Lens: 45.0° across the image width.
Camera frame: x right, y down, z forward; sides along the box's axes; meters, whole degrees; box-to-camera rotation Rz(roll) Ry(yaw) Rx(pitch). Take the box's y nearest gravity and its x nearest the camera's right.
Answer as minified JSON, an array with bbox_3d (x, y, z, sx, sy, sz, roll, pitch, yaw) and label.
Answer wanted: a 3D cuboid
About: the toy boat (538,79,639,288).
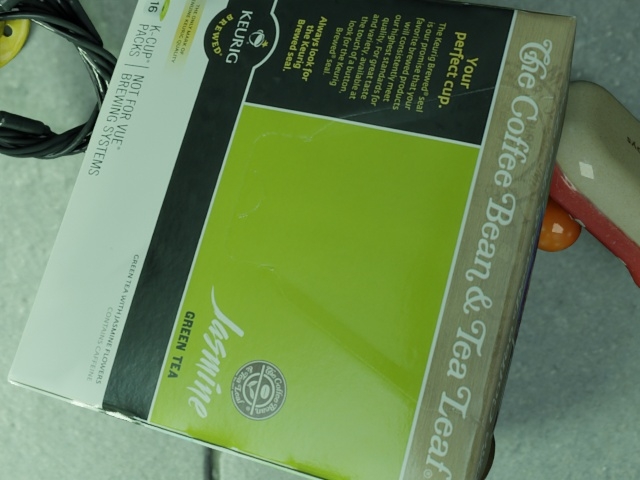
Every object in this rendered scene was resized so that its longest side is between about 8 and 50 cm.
[{"bbox_3d":[0.273,-0.037,0.781,0.231,0.151,0.151,39,135,-15],"label":"toy boat"}]

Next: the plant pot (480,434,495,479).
[{"bbox_3d":[0.079,0.183,0.819,0.215,0.215,0.230,-43,121,13],"label":"plant pot"}]

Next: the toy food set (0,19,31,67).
[{"bbox_3d":[-0.369,-0.239,0.687,0.218,0.071,0.128,41,104,-16],"label":"toy food set"}]

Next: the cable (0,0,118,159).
[{"bbox_3d":[-0.261,-0.143,0.709,0.150,0.047,0.185,-37,134,-14],"label":"cable"}]

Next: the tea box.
[{"bbox_3d":[0.000,0.000,0.604,0.323,0.220,0.329,13,80,17],"label":"tea box"}]
